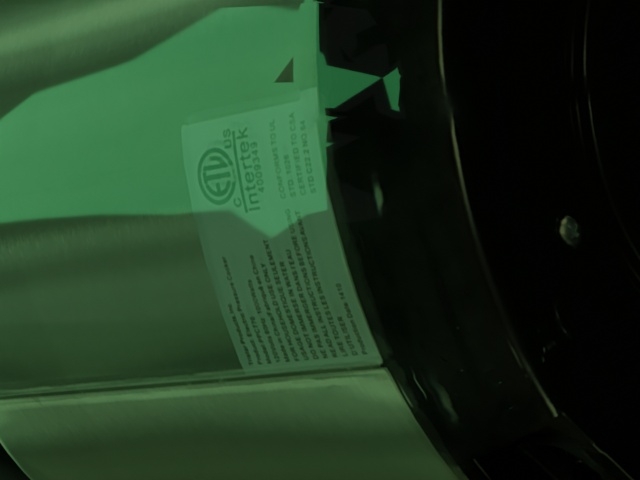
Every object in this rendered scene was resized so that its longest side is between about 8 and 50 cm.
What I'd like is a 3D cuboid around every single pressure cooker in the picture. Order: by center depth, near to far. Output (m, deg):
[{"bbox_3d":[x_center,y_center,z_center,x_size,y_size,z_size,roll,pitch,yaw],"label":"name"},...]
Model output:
[{"bbox_3d":[0.006,-0.038,0.870,0.420,0.375,0.369,-9,60,44],"label":"pressure cooker"}]
